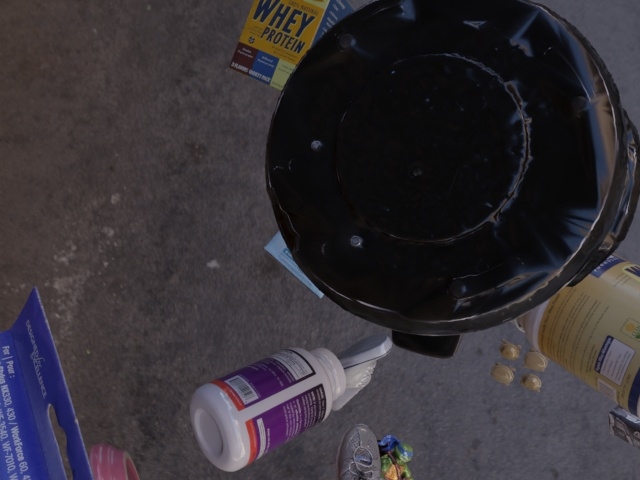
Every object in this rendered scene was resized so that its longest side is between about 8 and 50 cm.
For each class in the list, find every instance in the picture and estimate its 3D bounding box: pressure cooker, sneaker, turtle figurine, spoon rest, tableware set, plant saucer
[{"bbox_3d":[0.163,-0.072,0.760,0.370,0.420,0.375,-36,74,10],"label":"pressure cooker"},{"bbox_3d":[0.096,0.312,1.498,0.091,0.258,0.094,52,43,-3],"label":"sneaker"},{"bbox_3d":[0.195,0.707,1.642,0.275,0.198,0.266,44,111,14],"label":"turtle figurine"},{"bbox_3d":[0.086,0.445,1.893,0.084,0.276,0.137,18,52,-14],"label":"spoon rest"},{"bbox_3d":[0.564,0.359,1.707,0.141,0.168,0.020,20,36,26],"label":"tableware set"},{"bbox_3d":[-0.526,0.698,1.605,0.084,0.332,0.332,-17,70,-15],"label":"plant saucer"},{"bbox_3d":[0.091,0.530,1.286,0.105,0.115,0.281,11,56,-9],"label":"sneaker"}]

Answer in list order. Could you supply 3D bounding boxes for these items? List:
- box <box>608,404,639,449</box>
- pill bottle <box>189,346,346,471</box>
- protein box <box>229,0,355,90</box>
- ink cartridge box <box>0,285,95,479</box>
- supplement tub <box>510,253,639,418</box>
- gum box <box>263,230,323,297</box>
[{"bbox_3d":[0.911,0.456,1.458,0.243,0.076,0.307,-27,28,-21],"label":"box"},{"bbox_3d":[-0.102,0.342,1.286,0.323,0.181,0.181,-17,68,-40],"label":"pill bottle"},{"bbox_3d":[-0.043,-0.383,1.154,0.136,0.200,0.201,26,101,13],"label":"protein box"},{"bbox_3d":[-0.306,0.255,0.567,0.072,0.307,0.303,-1,47,-43],"label":"ink cartridge box"},{"bbox_3d":[0.513,0.146,1.067,0.228,0.228,0.316,-33,41,-20],"label":"supplement tub"},{"bbox_3d":[0.000,0.000,1.249,0.157,0.041,0.184,41,82,-3],"label":"gum box"}]
